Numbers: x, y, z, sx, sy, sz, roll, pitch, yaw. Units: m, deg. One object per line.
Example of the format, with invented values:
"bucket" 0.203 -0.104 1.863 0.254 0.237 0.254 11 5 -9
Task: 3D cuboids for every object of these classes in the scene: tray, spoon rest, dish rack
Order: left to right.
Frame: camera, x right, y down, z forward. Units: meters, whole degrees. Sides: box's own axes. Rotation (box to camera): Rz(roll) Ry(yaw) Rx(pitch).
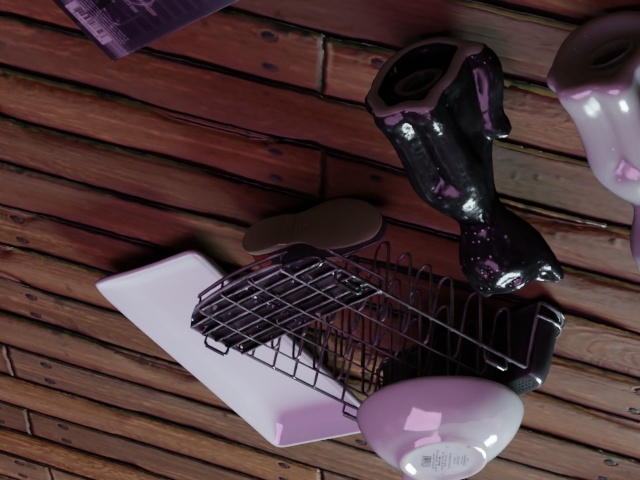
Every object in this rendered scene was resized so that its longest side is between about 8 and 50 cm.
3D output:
"tray" -0.072 0.099 1.364 0.145 0.030 0.270 -16 129 42
"dish rack" 0.039 0.071 1.191 0.271 0.074 0.208 28 144 -29
"spoon rest" 0.095 0.185 1.252 0.137 0.084 0.276 0 143 -3

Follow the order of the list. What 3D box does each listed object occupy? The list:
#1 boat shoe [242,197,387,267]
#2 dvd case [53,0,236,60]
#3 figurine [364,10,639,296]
"boat shoe" 0.000 0.000 1.185 0.137 0.049 0.043 -10 139 35
"dvd case" -0.127 -0.217 1.002 0.221 0.018 0.164 -17 127 42
"figurine" 0.166 -0.041 0.995 0.215 0.092 0.209 -4 131 31
